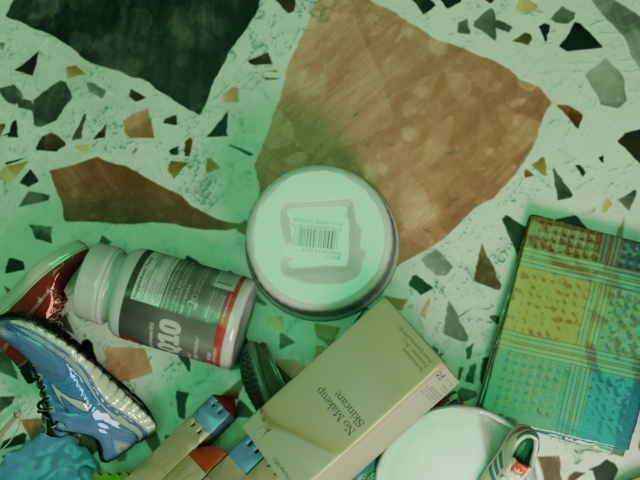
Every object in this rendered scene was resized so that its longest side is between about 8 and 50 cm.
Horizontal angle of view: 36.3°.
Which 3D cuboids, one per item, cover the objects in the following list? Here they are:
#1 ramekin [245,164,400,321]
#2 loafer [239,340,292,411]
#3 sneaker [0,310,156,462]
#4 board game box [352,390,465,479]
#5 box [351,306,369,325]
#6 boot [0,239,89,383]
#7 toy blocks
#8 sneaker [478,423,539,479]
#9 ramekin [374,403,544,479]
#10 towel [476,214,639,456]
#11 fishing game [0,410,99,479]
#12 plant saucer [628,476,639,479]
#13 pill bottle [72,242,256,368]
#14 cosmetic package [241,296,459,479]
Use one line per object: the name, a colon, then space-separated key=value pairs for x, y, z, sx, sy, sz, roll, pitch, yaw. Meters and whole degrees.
ramekin: x=0.000 y=0.000 z=1.683 sx=0.277 sy=0.135 sz=0.277 roll=0 pitch=84 yaw=2
loafer: x=-0.062 y=0.282 z=1.689 sx=0.087 sy=0.094 sz=0.251 roll=-24 pitch=93 yaw=-24
sneaker: x=-0.432 y=0.252 z=1.635 sx=0.147 sy=0.130 sz=0.330 roll=-45 pitch=106 yaw=-10
board game box: x=0.157 y=0.398 z=1.688 sx=0.281 sy=0.027 sz=0.145 roll=-34 pitch=85 yaw=-1
box: x=0.097 y=0.222 z=1.677 sx=0.158 sy=0.093 sz=0.156 roll=35 pitch=87 yaw=7
boot: x=-0.462 y=0.131 z=1.719 sx=0.244 sy=0.088 sz=0.176 roll=-44 pitch=85 yaw=5
toy blocks: x=-0.156 y=0.441 z=1.621 sx=0.261 sy=0.191 sz=0.381 roll=-43 pitch=67 yaw=-9
sneaker: x=0.290 y=0.360 z=1.507 sx=0.057 sy=0.075 sz=0.161 roll=30 pitch=85 yaw=4
ramekin: x=0.224 y=0.402 z=1.607 sx=0.273 sy=0.127 sz=0.272 roll=0 pitch=84 yaw=3
towel: x=0.444 y=0.163 z=1.695 sx=0.271 sy=0.040 sz=0.370 roll=15 pitch=84 yaw=4
fishing game: x=-0.477 y=0.428 z=1.711 sx=0.264 sy=0.041 sz=0.189 roll=37 pitch=81 yaw=9
plant saucer: x=0.567 y=0.497 z=1.653 sx=0.200 sy=0.037 sz=0.200 roll=0 pitch=85 yaw=3
pill bottle: x=-0.265 y=0.107 z=1.671 sx=0.283 sy=0.161 sz=0.161 roll=15 pitch=85 yaw=5
cosmetic package: x=0.048 y=0.258 z=1.549 sx=0.309 sy=0.113 sz=0.160 roll=-42 pitch=58 yaw=-1
